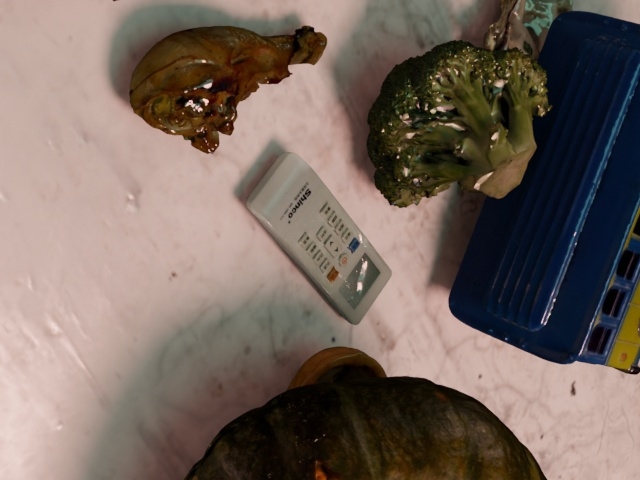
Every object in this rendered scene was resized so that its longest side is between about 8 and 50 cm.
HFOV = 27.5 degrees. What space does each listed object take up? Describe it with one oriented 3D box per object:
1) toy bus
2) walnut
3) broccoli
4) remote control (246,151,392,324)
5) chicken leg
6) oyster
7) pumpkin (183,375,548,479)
[{"bbox_3d":[0.247,-0.038,1.155,0.175,0.138,0.288,14,97,-53],"label":"toy bus"},{"bbox_3d":[0.005,0.136,1.074,0.091,0.052,0.121,18,105,-27],"label":"walnut"},{"bbox_3d":[0.113,-0.096,1.068,0.162,0.138,0.146,-31,145,-17],"label":"broccoli"},{"bbox_3d":[0.000,0.000,1.064,0.061,0.029,0.162,-53,131,-17],"label":"remote control"},{"bbox_3d":[-0.062,-0.120,0.970,0.178,0.070,0.093,-29,116,-44],"label":"chicken leg"},{"bbox_3d":[0.175,-0.176,1.159,0.166,0.053,0.108,-64,148,-20],"label":"oyster"},{"bbox_3d":[0.030,0.247,0.990,0.320,0.192,0.320,-6,115,-13],"label":"pumpkin"}]
